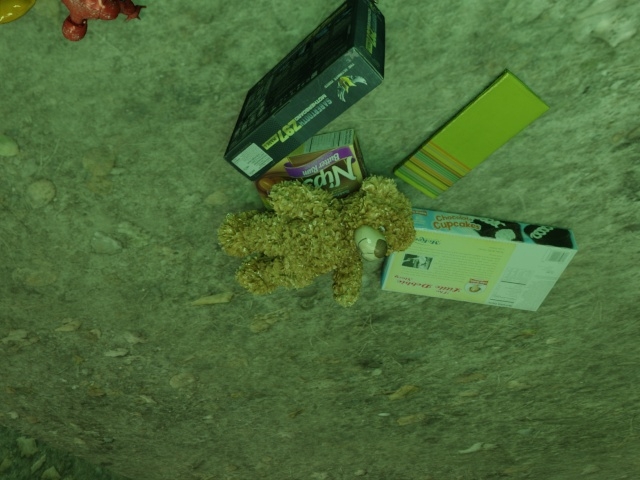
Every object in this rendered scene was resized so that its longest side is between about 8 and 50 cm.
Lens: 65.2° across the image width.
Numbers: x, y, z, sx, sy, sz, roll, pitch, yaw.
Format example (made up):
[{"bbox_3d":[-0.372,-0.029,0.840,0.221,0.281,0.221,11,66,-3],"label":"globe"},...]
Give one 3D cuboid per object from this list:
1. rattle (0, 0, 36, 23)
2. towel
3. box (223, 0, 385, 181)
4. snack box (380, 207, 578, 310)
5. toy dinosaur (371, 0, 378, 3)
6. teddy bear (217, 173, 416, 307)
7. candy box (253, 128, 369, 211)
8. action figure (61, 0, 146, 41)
[{"bbox_3d":[-0.361,-0.380,0.570,0.130,0.142,0.199,34,139,-1],"label":"rattle"},{"bbox_3d":[0.233,-0.159,0.800,0.102,0.021,0.237,27,132,-26],"label":"towel"},{"bbox_3d":[-0.020,-0.205,0.666,0.233,0.183,0.059,-31,125,32],"label":"box"},{"bbox_3d":[0.291,0.040,0.964,0.322,0.060,0.187,8,136,-1],"label":"snack box"},{"bbox_3d":[0.047,-0.377,0.484,0.200,0.127,0.296,-56,155,8],"label":"toy dinosaur"},{"bbox_3d":[-0.012,0.007,0.836,0.338,0.113,0.245,3,113,11],"label":"teddy bear"},{"bbox_3d":[-0.019,-0.117,0.851,0.187,0.053,0.109,-7,135,16],"label":"candy box"},{"bbox_3d":[-0.239,-0.372,0.606,0.091,0.139,0.280,30,110,-17],"label":"action figure"}]
